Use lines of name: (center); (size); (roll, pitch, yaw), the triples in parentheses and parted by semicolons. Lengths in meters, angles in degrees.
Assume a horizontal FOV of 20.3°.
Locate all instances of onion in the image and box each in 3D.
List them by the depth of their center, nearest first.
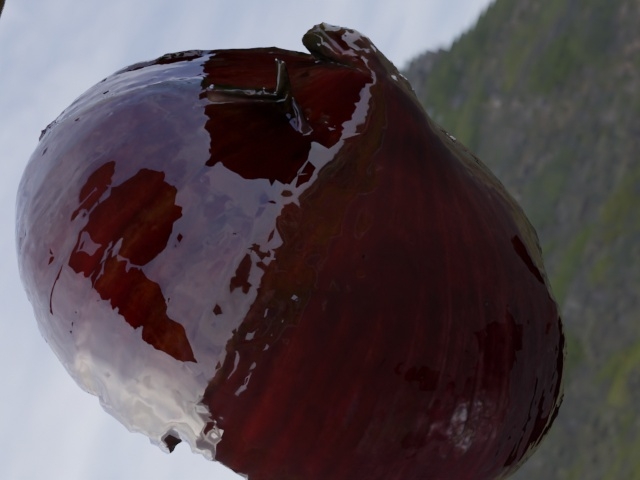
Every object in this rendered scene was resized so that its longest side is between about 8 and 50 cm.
onion: (-0.002, 0.011, 0.710); (0.161, 0.248, 0.248); (-40, -5, 17)

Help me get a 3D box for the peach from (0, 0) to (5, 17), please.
peach: (-0.166, -0.105, 0.569); (0.138, 0.138, 0.138); (20, -90, -77)
